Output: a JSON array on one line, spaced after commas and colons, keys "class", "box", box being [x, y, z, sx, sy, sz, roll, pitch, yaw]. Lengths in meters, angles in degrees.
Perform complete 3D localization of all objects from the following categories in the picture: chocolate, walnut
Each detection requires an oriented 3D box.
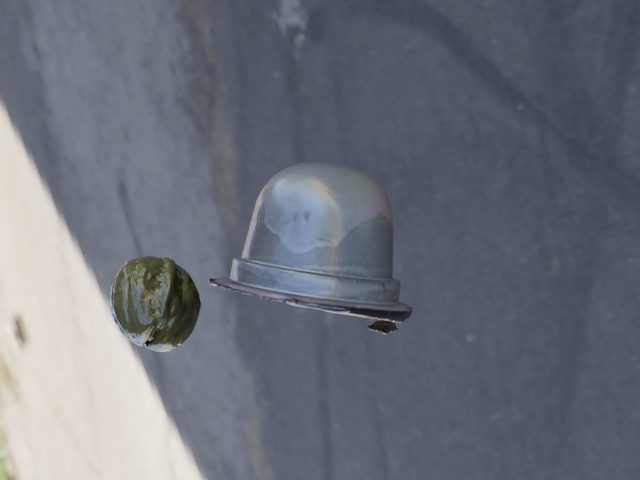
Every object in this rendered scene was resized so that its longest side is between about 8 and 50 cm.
[{"class": "chocolate", "box": [0.007, -0.001, 1.553, 0.221, 0.221, 0.147, 13, 87, 67]}, {"class": "walnut", "box": [-0.150, 0.057, 1.441, 0.092, 0.092, 0.092, 53, 154, 40]}]
